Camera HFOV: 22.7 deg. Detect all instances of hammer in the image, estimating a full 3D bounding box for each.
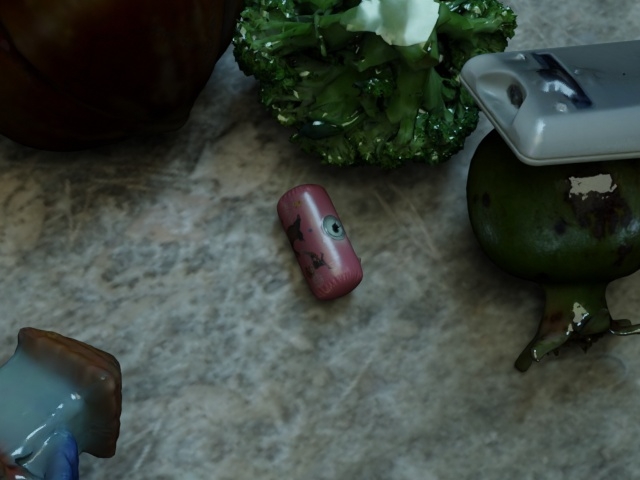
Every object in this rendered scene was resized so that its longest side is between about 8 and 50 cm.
[{"bbox_3d":[0.000,0.000,1.102,0.043,0.043,0.083,-20,72,-12],"label":"hammer"}]

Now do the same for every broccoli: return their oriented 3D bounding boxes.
[{"bbox_3d":[0.038,-0.137,1.096,0.195,0.156,0.195,0,75,1],"label":"broccoli"}]

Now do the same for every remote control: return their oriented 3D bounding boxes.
[{"bbox_3d":[0.254,-0.107,1.049,0.313,0.055,0.109,-6,39,-20],"label":"remote control"}]

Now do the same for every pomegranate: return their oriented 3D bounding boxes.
[{"bbox_3d":[0.172,-0.010,1.075,0.148,0.148,0.169,-15,79,-10],"label":"pomegranate"}]

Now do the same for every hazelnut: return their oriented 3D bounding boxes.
[{"bbox_3d":[-0.158,-0.166,1.075,0.229,0.229,0.229,2,70,-5],"label":"hazelnut"}]

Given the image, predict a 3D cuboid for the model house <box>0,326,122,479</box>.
[{"bbox_3d":[-0.265,0.181,0.941,0.295,0.252,0.329,23,44,27],"label":"model house"}]
